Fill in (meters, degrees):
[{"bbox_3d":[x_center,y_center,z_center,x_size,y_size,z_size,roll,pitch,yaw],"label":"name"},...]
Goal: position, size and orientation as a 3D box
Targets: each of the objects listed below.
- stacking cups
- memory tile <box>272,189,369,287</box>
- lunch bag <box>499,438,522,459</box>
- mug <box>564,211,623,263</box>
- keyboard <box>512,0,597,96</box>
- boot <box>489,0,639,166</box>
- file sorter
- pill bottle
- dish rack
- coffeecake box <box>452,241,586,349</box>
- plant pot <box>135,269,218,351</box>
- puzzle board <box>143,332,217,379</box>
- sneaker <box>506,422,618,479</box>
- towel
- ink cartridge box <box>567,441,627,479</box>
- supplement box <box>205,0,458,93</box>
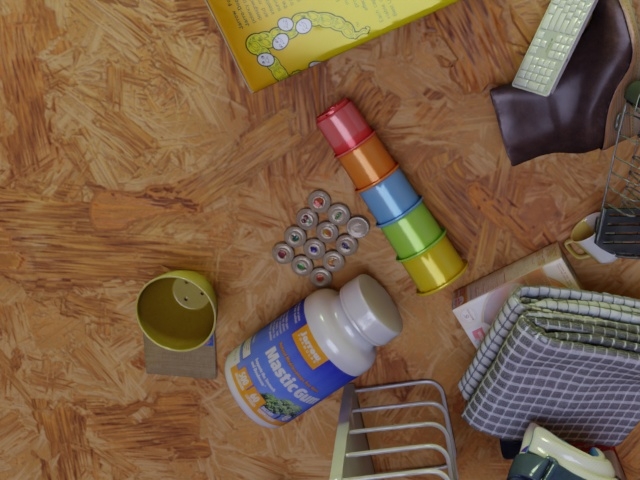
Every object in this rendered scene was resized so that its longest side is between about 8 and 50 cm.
[{"bbox_3d":[0.099,-0.066,1.369,0.096,0.096,0.316,-33,99,20],"label":"stacking cups"},{"bbox_3d":[0.000,0.000,1.448,0.113,0.012,0.148,34,113,-4],"label":"memory tile"},{"bbox_3d":[0.322,0.305,1.464,0.067,0.098,0.065,-10,107,19],"label":"lunch bag"},{"bbox_3d":[0.415,0.000,1.357,0.064,0.078,0.062,45,80,-18],"label":"mug"},{"bbox_3d":[0.335,-0.316,1.202,0.014,0.072,0.256,18,100,-42],"label":"keyboard"},{"bbox_3d":[0.337,-0.232,1.253,0.207,0.090,0.248,-12,112,12],"label":"boot"},{"bbox_3d":[0.128,0.368,1.431,0.173,0.277,0.192,-9,109,9],"label":"file sorter"},{"bbox_3d":[-0.008,0.172,1.442,0.272,0.152,0.152,-37,101,22],"label":"pill bottle"},{"bbox_3d":[0.492,-0.093,1.254,0.208,0.074,0.271,0,114,-15],"label":"dish rack"},{"bbox_3d":[0.319,0.111,1.404,0.185,0.068,0.142,-28,106,19],"label":"coffeecake box"},{"bbox_3d":[-0.223,0.101,1.483,0.134,0.095,0.134,4,112,9],"label":"plant pot"},{"bbox_3d":[-0.243,0.192,1.569,0.128,0.011,0.096,3,111,8],"label":"puzzle board"},{"bbox_3d":[0.259,0.372,1.263,0.323,0.236,0.130,-1,144,9],"label":"sneaker"},{"bbox_3d":[0.373,0.196,1.328,0.284,0.121,0.235,9,129,-11],"label":"towel"},{"bbox_3d":[0.447,0.446,1.420,0.100,0.237,0.172,-20,106,16],"label":"ink cartridge box"},{"bbox_3d":[0.041,-0.367,1.198,0.357,0.194,0.195,-21,106,18],"label":"supplement box"}]
